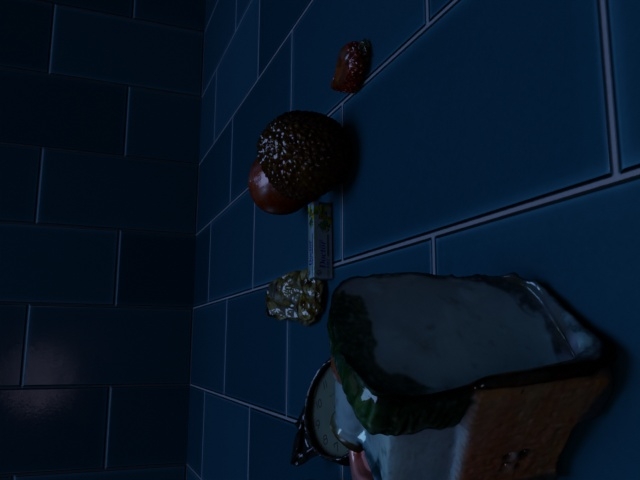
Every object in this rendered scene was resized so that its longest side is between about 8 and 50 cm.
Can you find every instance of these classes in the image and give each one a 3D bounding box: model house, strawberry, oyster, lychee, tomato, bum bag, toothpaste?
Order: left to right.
[{"bbox_3d":[-0.088,-0.136,1.375,0.167,0.168,0.167,-176,90,-69],"label":"tomato"},{"bbox_3d":[-0.073,0.139,1.405,0.345,0.079,0.128,154,109,-63],"label":"oyster"},{"bbox_3d":[-0.033,-0.168,1.205,0.194,0.195,0.194,-176,90,-69],"label":"lychee"},{"bbox_3d":[0.000,0.000,1.264,0.034,0.046,0.164,154,118,-62],"label":"toothpaste"},{"bbox_3d":[0.009,0.336,1.127,0.248,0.060,0.123,-37,41,44],"label":"bum bag"},{"bbox_3d":[0.051,-0.336,1.195,0.152,0.048,0.103,151,125,-61],"label":"strawberry"},{"bbox_3d":[0.131,0.197,0.653,0.184,0.253,0.290,-120,28,-60],"label":"model house"}]

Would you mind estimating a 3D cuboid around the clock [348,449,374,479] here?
[{"bbox_3d":[0.104,0.285,0.819,0.227,0.143,0.241,172,98,-69],"label":"clock"}]

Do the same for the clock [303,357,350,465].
[{"bbox_3d":[0.041,0.279,1.022,0.185,0.040,0.184,-29,50,40],"label":"clock"}]
